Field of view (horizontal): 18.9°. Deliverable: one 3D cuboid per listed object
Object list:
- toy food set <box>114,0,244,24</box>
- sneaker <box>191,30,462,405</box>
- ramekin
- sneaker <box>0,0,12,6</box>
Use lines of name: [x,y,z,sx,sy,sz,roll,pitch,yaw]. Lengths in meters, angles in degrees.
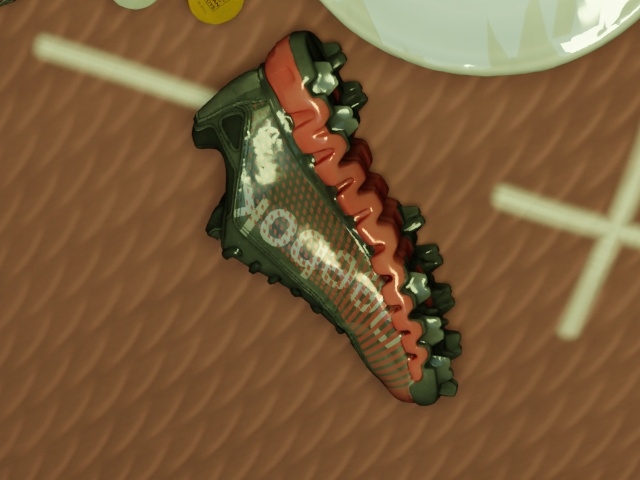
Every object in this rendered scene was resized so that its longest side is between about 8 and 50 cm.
toy food set: [-0.126,-0.256,1.277,0.111,0.104,0.232,-22,123,0]
sneaker: [0.000,0.000,1.327,0.135,0.097,0.276,-24,102,14]
ramekin: [0.107,-0.246,1.217,0.273,0.127,0.272,2,108,7]
sneaker: [-0.333,-0.205,1.294,0.299,0.112,0.120,-1,108,8]
